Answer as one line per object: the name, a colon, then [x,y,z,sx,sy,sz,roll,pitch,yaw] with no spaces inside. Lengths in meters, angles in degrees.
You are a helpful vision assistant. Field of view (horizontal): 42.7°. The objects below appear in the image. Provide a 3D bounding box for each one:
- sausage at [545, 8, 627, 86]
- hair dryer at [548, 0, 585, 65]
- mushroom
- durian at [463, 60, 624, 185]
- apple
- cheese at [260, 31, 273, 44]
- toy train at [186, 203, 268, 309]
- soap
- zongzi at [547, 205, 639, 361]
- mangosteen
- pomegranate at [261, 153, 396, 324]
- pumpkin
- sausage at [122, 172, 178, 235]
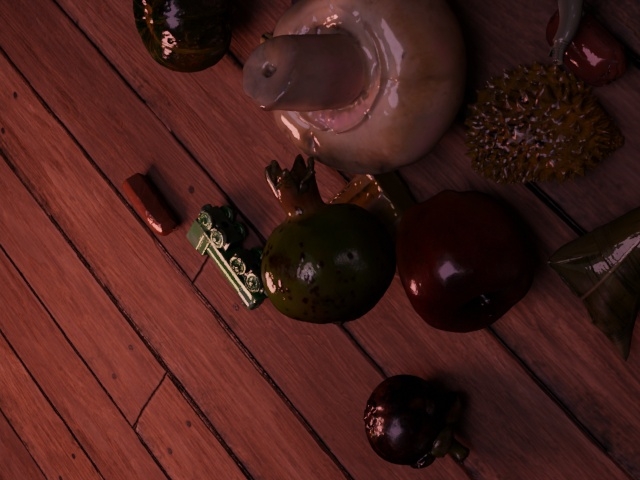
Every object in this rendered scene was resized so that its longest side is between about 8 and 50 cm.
sausage: [0.386,-0.284,1.197,0.141,0.076,0.076,54,128,13]
hair dryer: [0.403,-0.375,1.130,0.219,0.088,0.225,-16,71,25]
mushroom: [0.053,-0.292,1.328,0.353,0.353,0.325,24,85,31]
durian: [0.312,-0.173,1.252,0.249,0.138,0.183,3,113,44]
apple: [0.230,0.030,1.322,0.234,0.234,0.234,11,109,36]
cheese: [-0.082,-0.366,1.571,0.083,0.030,0.044,33,142,22]
toy train: [-0.186,0.036,1.733,0.251,0.085,0.119,52,133,17]
soap: [0.070,-0.028,1.513,0.233,0.076,0.135,-40,77,39]
zongzi: [0.476,0.061,1.208,0.205,0.094,0.204,-34,84,39]
mangosteen: [0.170,0.325,1.492,0.184,0.172,0.172,-8,90,-6]
pomegranate: [0.016,0.004,1.379,0.231,0.231,0.286,14,109,35]
pumpkin: [-0.255,-0.451,1.591,0.260,0.189,0.260,50,149,46]
sausage: [-0.384,-0.074,1.870,0.169,0.065,0.065,52,127,14]
